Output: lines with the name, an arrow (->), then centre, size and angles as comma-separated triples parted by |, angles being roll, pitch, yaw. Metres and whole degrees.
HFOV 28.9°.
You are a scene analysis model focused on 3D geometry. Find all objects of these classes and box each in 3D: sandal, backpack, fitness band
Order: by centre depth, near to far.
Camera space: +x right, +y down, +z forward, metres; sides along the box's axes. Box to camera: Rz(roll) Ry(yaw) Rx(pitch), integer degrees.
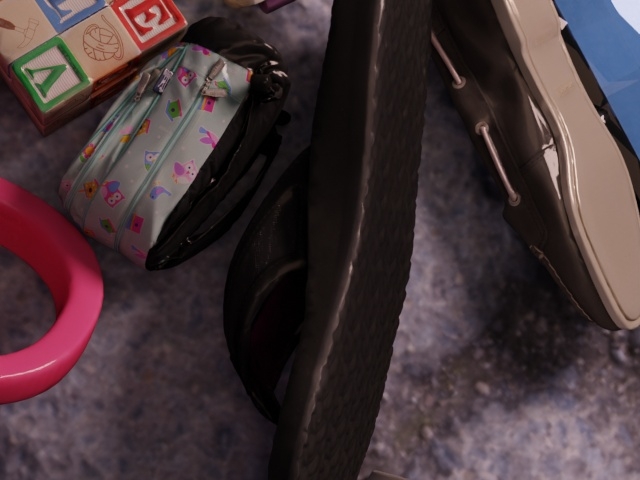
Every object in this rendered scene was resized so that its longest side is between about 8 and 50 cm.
fitness band -> -0.288, 0.003, 0.842 | 0.290, 0.209, 0.054 | 26, 121, -9
backpack -> -0.106, -0.067, 0.923 | 0.115, 0.152, 0.182 | 33, 80, 9
sandal -> 0.001, -0.001, 0.939 | 0.107, 0.167, 0.446 | 5, 81, 22

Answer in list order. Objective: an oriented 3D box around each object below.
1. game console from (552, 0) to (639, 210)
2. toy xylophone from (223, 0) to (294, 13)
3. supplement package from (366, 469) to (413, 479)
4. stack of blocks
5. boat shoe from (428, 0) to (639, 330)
game console -> 0.357, -0.169, 1.019 | 0.173, 0.250, 0.293 | -29, 91, -41
toy xylophone -> -0.057, -0.345, 0.987 | 0.236, 0.081, 0.323 | -36, 92, -14
supplement package -> 0.091, 0.283, 0.835 | 0.175, 0.293, 0.177 | 37, 77, -6
stack of blocks -> -0.255, -0.228, 0.926 | 0.171, 0.087, 0.297 | -35, 92, -14
boat shoe -> 0.171, -0.080, 1.013 | 0.112, 0.095, 0.335 | -23, 93, -50
